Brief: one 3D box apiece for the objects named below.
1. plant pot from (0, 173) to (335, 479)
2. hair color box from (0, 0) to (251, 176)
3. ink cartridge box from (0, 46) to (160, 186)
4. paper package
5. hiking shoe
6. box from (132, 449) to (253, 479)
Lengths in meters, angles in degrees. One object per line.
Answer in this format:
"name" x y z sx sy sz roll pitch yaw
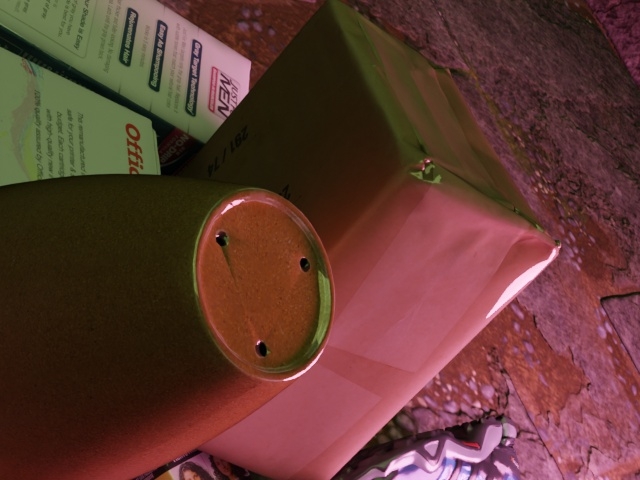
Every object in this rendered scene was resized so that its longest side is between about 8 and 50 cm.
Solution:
"plant pot" -0.123 0.052 0.750 0.237 0.254 0.237 16 68 -43
"hair color box" -0.236 -0.182 1.122 0.347 0.105 0.174 29 41 -29
"ink cartridge box" -0.271 -0.048 0.936 0.278 0.117 0.201 24 43 -41
"paper package" 0.000 0.000 0.989 0.168 0.325 0.309 28 25 -30
"hiking shoe" 0.108 0.257 1.123 0.304 0.113 0.132 -4 74 -43
"box" -0.066 0.277 0.947 0.087 0.058 0.232 -17 73 -55
